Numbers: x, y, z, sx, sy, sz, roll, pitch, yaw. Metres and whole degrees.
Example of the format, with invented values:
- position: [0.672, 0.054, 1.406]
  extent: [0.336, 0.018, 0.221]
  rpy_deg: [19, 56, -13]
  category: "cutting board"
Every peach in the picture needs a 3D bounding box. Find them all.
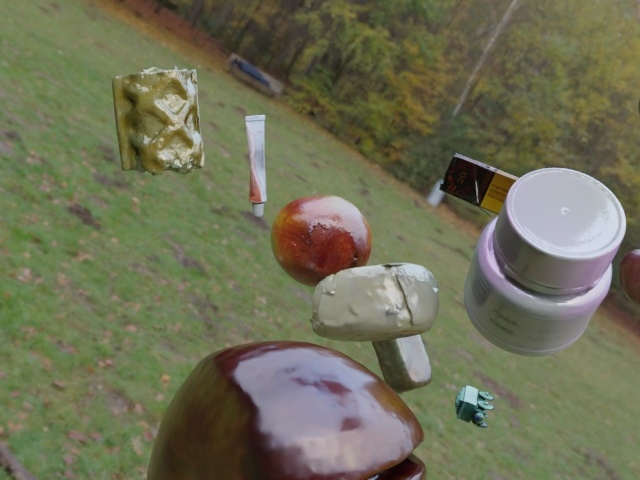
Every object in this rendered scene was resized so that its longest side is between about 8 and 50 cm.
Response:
- position: [0.000, 0.000, 1.764]
  extent: [0.231, 0.231, 0.231]
  rpy_deg: [31, 9, -6]
  category: "peach"

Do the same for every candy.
- position: [0.202, 0.279, 2.058]
  extent: [0.102, 0.104, 0.234]
  rpy_deg: [-8, 77, -49]
  category: "candy"

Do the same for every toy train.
- position: [0.405, 0.437, 2.087]
  extent: [0.099, 0.070, 0.172]
  rpy_deg: [21, 10, 10]
  category: "toy train"

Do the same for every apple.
- position: [0.682, 0.081, 1.586]
  extent: [0.153, 0.120, 0.153]
  rpy_deg: [7, -4, 1]
  category: "apple"

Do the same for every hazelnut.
- position: [-0.062, 0.330, 1.222]
  extent: [0.402, 0.429, 0.402]
  rpy_deg: [16, 61, -32]
  category: "hazelnut"

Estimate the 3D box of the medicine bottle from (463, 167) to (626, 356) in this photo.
- position: [0.395, 0.041, 1.406]
  extent: [0.241, 0.241, 0.302]
  rpy_deg: [36, -30, 22]
  category: "medicine bottle"

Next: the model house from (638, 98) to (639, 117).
- position: [0.506, -0.157, 0.838]
  extent: [0.271, 0.190, 0.301]
  rpy_deg: [12, 25, 12]
  category: "model house"

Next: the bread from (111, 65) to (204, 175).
- position: [-0.373, -0.279, 1.833]
  extent: [0.196, 0.252, 0.238]
  rpy_deg: [-2, 11, -1]
  category: "bread"

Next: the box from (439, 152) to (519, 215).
- position: [0.543, -0.094, 2.129]
  extent: [0.415, 0.115, 0.264]
  rpy_deg: [25, 5, 19]
  category: "box"

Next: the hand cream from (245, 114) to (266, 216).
- position: [-0.138, -0.157, 1.685]
  extent: [0.038, 0.216, 0.052]
  rpy_deg: [0, 11, 8]
  category: "hand cream"

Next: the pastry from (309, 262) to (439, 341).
- position: [0.103, 0.121, 1.499]
  extent: [0.265, 0.133, 0.265]
  rpy_deg: [-3, -11, -1]
  category: "pastry"
